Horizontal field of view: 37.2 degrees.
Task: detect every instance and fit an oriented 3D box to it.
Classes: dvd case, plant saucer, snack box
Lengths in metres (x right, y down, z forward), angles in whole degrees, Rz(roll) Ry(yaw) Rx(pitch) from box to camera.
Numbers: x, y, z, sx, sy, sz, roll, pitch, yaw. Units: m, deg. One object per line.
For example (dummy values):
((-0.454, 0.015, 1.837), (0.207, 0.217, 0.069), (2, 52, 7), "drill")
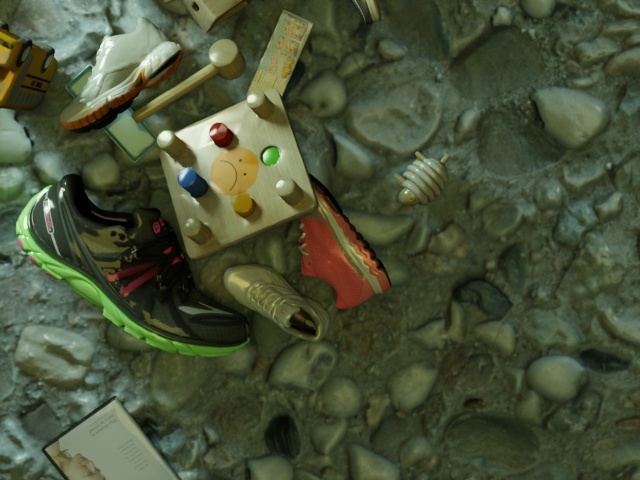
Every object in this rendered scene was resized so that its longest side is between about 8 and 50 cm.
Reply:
((-0.404, 0.458, 1.885), (0.180, 0.022, 0.253), (-36, 99, 1), "dvd case")
((-0.392, -0.239, 1.796), (0.067, 0.018, 0.192), (-41, 99, 2), "plant saucer")
((-0.077, -0.341, 1.800), (0.064, 0.022, 0.178), (24, 95, -6), "snack box")

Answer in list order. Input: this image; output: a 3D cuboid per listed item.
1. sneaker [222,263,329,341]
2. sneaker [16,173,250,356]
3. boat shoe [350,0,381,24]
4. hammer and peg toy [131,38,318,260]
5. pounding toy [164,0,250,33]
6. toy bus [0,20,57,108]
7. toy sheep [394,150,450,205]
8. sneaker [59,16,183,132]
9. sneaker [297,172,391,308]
((-0.080, 0.118, 1.814), (0.232, 0.115, 0.090), (28, 95, -7), "sneaker")
((-0.325, 0.051, 1.756), (0.483, 0.185, 0.202), (34, 98, -9), "sneaker")
((0.016, -0.515, 1.749), (0.092, 0.103, 0.285), (-29, 95, 6), "boat shoe")
((-0.175, -0.165, 1.738), (0.266, 0.127, 0.361), (-24, 68, 9), "hammer and peg toy")
((-0.198, -0.450, 1.734), (0.130, 0.141, 0.100), (-39, 99, -13), "pounding toy")
((-0.542, -0.299, 1.618), (0.108, 0.333, 0.130), (27, 94, -7), "toy bus")
((0.198, -0.118, 1.820), (0.091, 0.091, 0.132), (43, 88, -8), "toy sheep")
((-0.384, -0.305, 1.745), (0.262, 0.099, 0.121), (-41, 85, -17), "sneaker")
((0.000, 0.000, 1.806), (0.136, 0.116, 0.314), (-36, 97, 5), "sneaker")
